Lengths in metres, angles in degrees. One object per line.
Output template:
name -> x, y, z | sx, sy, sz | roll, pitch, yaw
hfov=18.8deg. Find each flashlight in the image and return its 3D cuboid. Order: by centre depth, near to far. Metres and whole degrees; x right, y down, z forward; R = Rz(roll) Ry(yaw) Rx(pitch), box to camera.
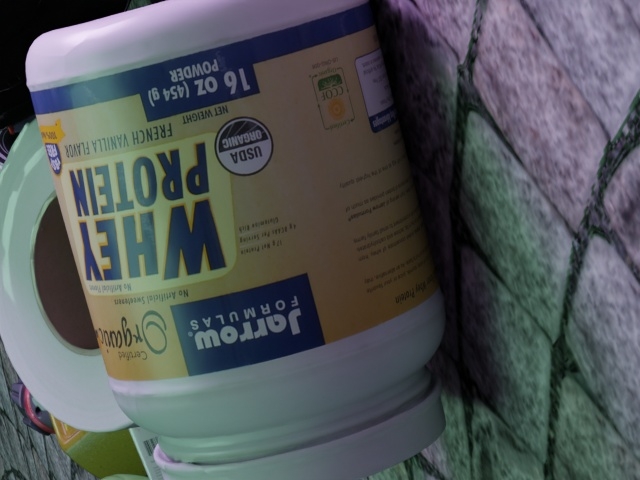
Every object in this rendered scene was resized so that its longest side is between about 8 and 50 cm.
flashlight -> -0.272, 0.195, 2.273 | 0.304, 0.103, 0.103 | 6, 119, 65

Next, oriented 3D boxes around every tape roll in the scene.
tape roll -> -0.169, 0.019, 1.671 | 0.286, 0.100, 0.286 | 7, 99, 46

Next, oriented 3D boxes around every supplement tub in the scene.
supplement tub -> -0.047, -0.006, 1.265 | 0.228, 0.228, 0.316 | -172, 66, -71

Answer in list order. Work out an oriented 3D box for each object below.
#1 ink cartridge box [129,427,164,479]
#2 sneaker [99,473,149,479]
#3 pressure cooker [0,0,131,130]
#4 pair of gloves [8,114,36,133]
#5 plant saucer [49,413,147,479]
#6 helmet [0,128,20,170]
ink cartridge box -> -0.136, 0.133, 1.815 | 0.181, 0.104, 0.061 | 68, -163, -3
sneaker -> -0.173, 0.413, 2.010 | 0.185, 0.202, 0.483 | 65, 150, 32
pressure cooker -> -0.371, -0.329, 1.684 | 0.375, 0.370, 0.420 | 48, -176, -38
pair of gloves -> -0.246, -0.166, 1.847 | 0.023, 0.159, 0.198 | -56, 46, 43
plant saucer -> -0.230, 0.070, 1.997 | 0.333, 0.081, 0.333 | -40, 68, 54
helmet -> -0.355, -0.056, 2.264 | 0.161, 0.169, 0.169 | 45, 149, 35
